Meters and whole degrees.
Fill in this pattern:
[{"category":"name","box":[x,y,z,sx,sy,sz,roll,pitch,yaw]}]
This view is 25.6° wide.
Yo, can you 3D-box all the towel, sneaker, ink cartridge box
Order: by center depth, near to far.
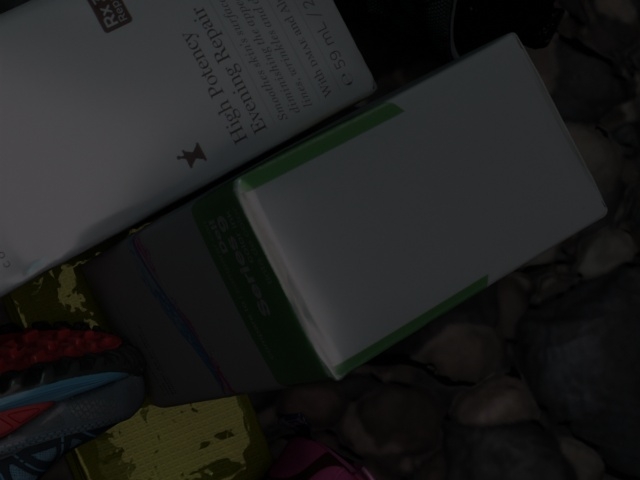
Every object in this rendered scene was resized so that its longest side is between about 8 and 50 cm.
[{"category":"ink cartridge box","box":[0.000,0.000,0.650,0.154,0.212,0.093,-30,92,-26]},{"category":"sneaker","box":[-0.192,0.131,0.658,0.262,0.104,0.125,-26,109,-10]},{"category":"towel","box":[-0.108,0.028,0.723,0.102,0.021,0.237,-22,91,-17]}]

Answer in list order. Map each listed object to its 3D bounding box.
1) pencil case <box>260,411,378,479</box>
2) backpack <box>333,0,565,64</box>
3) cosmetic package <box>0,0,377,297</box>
[{"category":"pencil case","box":[-0.045,0.191,0.685,0.095,0.098,0.209,42,75,-9]},{"category":"backpack","box":[0.074,-0.232,0.689,0.191,0.253,0.225,31,76,9]},{"category":"cosmetic package","box":[-0.102,-0.065,0.683,0.231,0.085,0.117,-32,95,-23]}]
